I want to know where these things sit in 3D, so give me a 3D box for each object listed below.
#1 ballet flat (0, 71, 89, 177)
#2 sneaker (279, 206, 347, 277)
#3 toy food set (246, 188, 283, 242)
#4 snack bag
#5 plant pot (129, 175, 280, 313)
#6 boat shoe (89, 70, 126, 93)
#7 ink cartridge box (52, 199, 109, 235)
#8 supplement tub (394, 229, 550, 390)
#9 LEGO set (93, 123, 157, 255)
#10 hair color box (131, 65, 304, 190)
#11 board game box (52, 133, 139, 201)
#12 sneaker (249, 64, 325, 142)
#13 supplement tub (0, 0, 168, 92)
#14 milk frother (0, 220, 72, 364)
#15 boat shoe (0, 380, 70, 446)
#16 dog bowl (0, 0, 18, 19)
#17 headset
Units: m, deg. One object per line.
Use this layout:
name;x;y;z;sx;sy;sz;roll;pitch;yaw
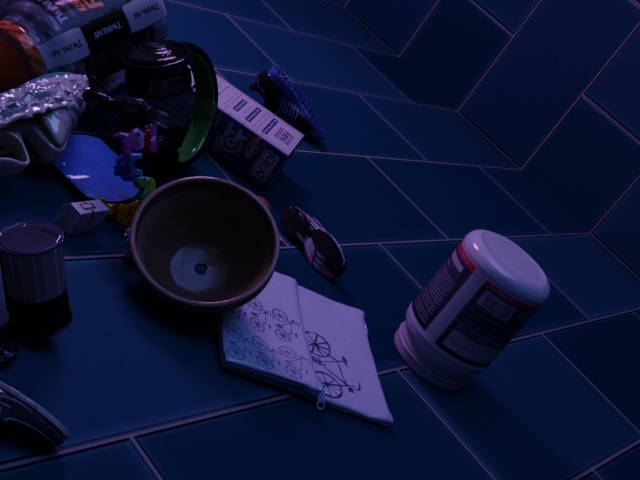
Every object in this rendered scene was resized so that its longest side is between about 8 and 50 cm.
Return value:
ballet flat;-0.494;-0.167;1.572;0.147;0.147;0.409;41;32;11
sneaker;0.000;0.000;1.985;0.178;0.072;0.077;54;18;23
toy food set;-0.159;-0.068;1.888;0.218;0.071;0.128;6;38;-49
snack bag;-0.031;0.162;1.684;0.343;0.037;0.323;25;26;-23
plant pot;-0.189;0.023;1.581;0.238;0.109;0.237;5;60;-9
boat shoe;-0.454;-0.348;2.024;0.076;0.083;0.226;12;21;24
ink cartridge box;-0.382;-0.036;1.563;0.028;0.048;0.083;44;26;18
supplement tub;0.284;0.132;1.862;0.191;0.272;0.191;29;25;-15
LEGO set;-0.330;-0.077;1.625;0.093;0.087;0.227;1;85;-34
hair color box;-0.218;-0.266;2.130;0.347;0.105;0.174;34;24;-3
board game box;-0.398;-0.116;1.708;0.169;0.033;0.133;42;35;12
sneaker;-0.083;-0.329;2.472;0.232;0.090;0.081;52;18;-18
supplement tub;-0.455;-0.383;1.829;0.193;0.193;0.316;41;50;11
milk frother;-0.390;0.068;1.257;0.129;0.134;0.143;-3;31;-9
boat shoe;-0.392;0.194;1.146;0.206;0.075;0.065;35;66;-14
dog bowl;-0.602;-0.508;2.020;0.349;0.102;0.348;21;27;-12
headset;-0.285;-0.246;1.799;0.185;0.243;0.394;12;9;24
